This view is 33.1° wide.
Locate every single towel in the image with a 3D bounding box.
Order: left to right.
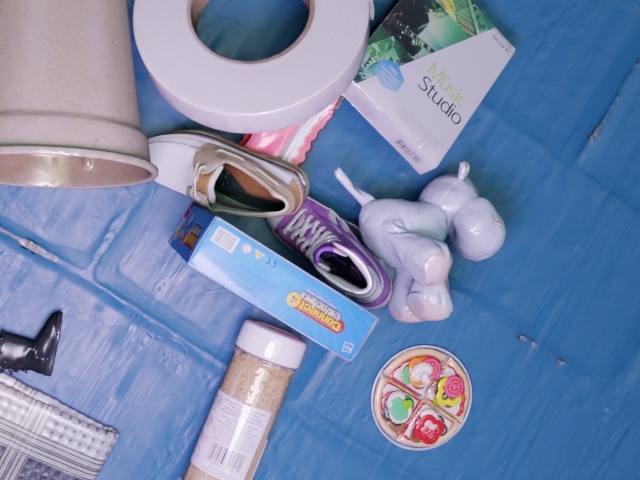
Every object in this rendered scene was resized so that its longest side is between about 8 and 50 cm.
[{"bbox_3d":[-0.557,0.392,1.831,0.324,0.056,0.312,29,91,-17],"label":"towel"}]

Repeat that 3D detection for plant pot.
[{"bbox_3d":[-0.419,-0.255,1.681,0.333,0.334,0.305,1,84,-14],"label":"plant pot"}]

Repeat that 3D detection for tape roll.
[{"bbox_3d":[-0.109,-0.361,1.761,0.392,0.072,0.392,-1,69,3],"label":"tape roll"}]

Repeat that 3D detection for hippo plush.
[{"bbox_3d":[0.192,-0.006,1.927,0.236,0.234,0.294,-29,59,-27],"label":"hippo plush"}]

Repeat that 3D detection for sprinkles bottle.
[{"bbox_3d":[-0.142,0.320,1.885,0.121,0.121,0.355,22,90,-15],"label":"sprinkles bottle"}]

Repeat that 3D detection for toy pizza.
[{"bbox_3d":[0.193,0.296,2.013,0.201,0.032,0.201,-1,96,-14],"label":"toy pizza"}]

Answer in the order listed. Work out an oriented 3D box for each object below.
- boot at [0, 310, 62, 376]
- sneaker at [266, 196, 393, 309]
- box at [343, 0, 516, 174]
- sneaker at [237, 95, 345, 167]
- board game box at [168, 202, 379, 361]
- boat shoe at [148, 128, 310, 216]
[{"bbox_3d":[-0.495,0.172,1.824,0.099,0.045,0.121,13,93,-12],"label":"boot"},{"bbox_3d":[0.001,-0.001,1.819,0.282,0.161,0.102,38,94,21],"label":"sneaker"},{"bbox_3d":[0.186,-0.307,1.881,0.232,0.058,0.322,43,59,-15],"label":"box"},{"bbox_3d":[-0.052,-0.231,1.859,0.136,0.116,0.314,31,87,-13],"label":"sneaker"},{"bbox_3d":[-0.089,0.062,1.781,0.308,0.302,0.086,33,87,-14],"label":"board game box"},{"bbox_3d":[-0.173,-0.110,1.795,0.302,0.103,0.113,12,113,10],"label":"boat shoe"}]
